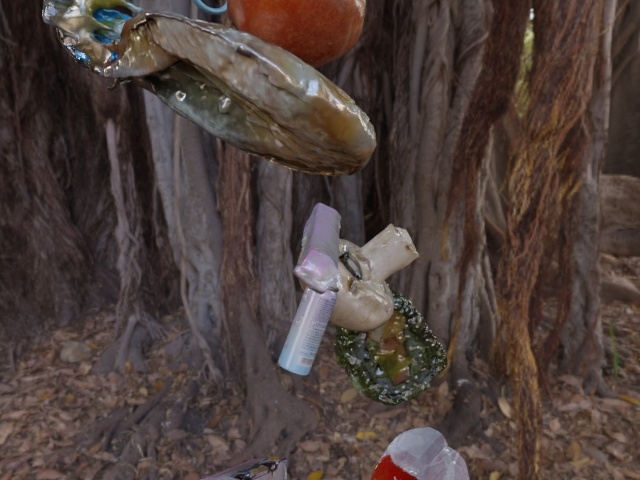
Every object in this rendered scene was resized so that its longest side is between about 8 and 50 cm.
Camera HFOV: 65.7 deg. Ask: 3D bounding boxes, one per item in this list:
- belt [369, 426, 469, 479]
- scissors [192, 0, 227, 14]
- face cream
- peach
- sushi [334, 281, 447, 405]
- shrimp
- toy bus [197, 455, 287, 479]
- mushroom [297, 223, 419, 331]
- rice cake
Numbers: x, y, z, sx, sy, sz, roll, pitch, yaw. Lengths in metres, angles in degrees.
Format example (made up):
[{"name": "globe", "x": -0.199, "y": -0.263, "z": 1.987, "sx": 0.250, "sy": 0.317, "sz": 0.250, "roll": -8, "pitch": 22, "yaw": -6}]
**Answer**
[{"name": "belt", "x": 0.197, "y": 0.553, "z": 1.017, "sx": 0.227, "sy": 0.323, "sz": 0.115, "roll": 4, "pitch": 4, "yaw": -39}, {"name": "scissors", "x": -0.145, "y": -0.706, "z": 1.277, "sx": 0.447, "sy": 0.192, "sz": 0.029, "roll": -25, "pitch": 27, "yaw": -32}, {"name": "face cream", "x": -0.020, "y": 0.174, "z": 1.088, "sx": 0.075, "sy": 0.229, "sz": 0.075, "roll": 21, "pitch": -3, "yaw": 1}, {"name": "peach", "x": -0.053, "y": -0.392, "z": 0.816, "sx": 0.257, "sy": 0.232, "sz": 0.232, "roll": -6, "pitch": 7, "yaw": 21}, {"name": "sushi", "x": 0.195, "y": 0.329, "z": 1.520, "sx": 0.294, "sy": 0.352, "sz": 0.178, "roll": -37, "pitch": 17, "yaw": -9}, {"name": "shrimp", "x": -0.140, "y": -0.185, "z": 0.542, "sx": 0.446, "sy": 0.109, "sz": 0.221, "roll": 27, "pitch": -5, "yaw": 18}, {"name": "toy bus", "x": -0.173, "y": 0.561, "z": 1.128, "sx": 0.112, "sy": 0.090, "sz": 0.274, "roll": -5, "pitch": -14, "yaw": 21}, {"name": "mushroom", "x": 0.100, "y": 0.072, "z": 1.279, "sx": 0.292, "sy": 0.290, "sz": 0.292, "roll": 37, "pitch": 21, "yaw": -17}, {"name": "rice cake", "x": 0.000, "y": 0.000, "z": 0.968, "sx": 0.070, "sy": 0.064, "sz": 0.399, "roll": 33, "pitch": 16, "yaw": -8}]
